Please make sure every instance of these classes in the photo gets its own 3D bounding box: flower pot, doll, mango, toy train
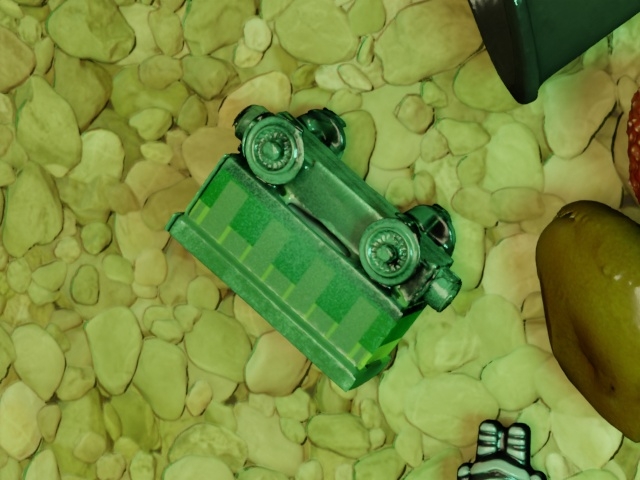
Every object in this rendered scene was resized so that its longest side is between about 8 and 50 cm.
[{"bbox_3d":[0.219,-0.275,1.479,0.166,0.269,0.269,-17,86,1],"label":"flower pot"},{"bbox_3d":[0.178,0.290,1.593,0.091,0.067,0.219,5,96,18],"label":"doll"},{"bbox_3d":[0.293,0.057,1.495,0.136,0.166,0.236,-29,53,-21],"label":"mango"},{"bbox_3d":[0.000,0.000,1.626,0.301,0.120,0.202,41,110,15],"label":"toy train"}]

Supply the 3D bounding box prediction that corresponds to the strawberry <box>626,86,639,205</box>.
[{"bbox_3d":[0.345,-0.047,1.442,0.107,0.175,0.236,-35,40,24],"label":"strawberry"}]
